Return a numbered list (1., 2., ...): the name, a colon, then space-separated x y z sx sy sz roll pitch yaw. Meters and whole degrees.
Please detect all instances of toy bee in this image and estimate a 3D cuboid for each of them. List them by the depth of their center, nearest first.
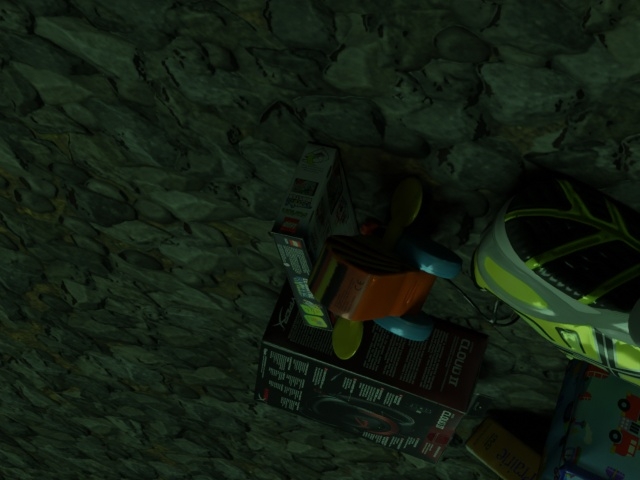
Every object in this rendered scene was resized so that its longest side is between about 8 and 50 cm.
1. toy bee: 0.069 0.039 1.475 0.162 0.195 0.298 33 176 36

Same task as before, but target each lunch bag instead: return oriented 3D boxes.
1. lunch bag: 0.403 0.217 1.489 0.293 0.221 0.138 21 154 1

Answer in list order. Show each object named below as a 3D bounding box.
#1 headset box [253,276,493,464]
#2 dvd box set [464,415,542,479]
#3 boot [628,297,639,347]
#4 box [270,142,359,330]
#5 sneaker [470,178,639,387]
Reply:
1. headset box: 0.072 0.171 1.773 0.293 0.110 0.218 19 154 4
2. dvd box set: 0.401 0.403 1.802 0.308 0.062 0.420 39 178 -35
3. boot: 0.417 0.056 1.254 0.258 0.095 0.123 -28 133 29
4. box: 0.000 0.000 1.497 0.036 0.114 0.207 13 152 17
5. sneaker: 0.324 0.080 1.395 0.385 0.145 0.147 37 152 -7
